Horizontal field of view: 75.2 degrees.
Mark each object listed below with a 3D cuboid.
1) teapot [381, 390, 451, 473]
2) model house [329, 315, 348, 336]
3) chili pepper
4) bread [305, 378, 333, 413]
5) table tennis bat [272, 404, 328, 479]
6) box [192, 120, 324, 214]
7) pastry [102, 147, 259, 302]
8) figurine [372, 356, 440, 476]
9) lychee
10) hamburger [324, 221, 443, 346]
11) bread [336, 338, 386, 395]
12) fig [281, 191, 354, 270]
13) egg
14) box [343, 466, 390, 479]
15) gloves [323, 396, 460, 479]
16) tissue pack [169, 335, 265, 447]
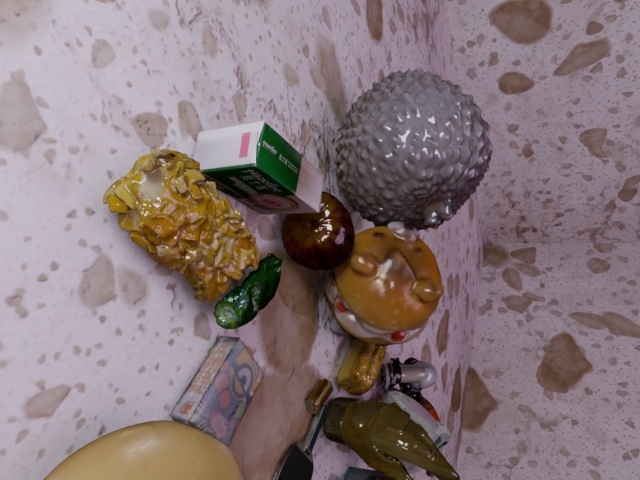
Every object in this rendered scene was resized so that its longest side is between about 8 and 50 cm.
[{"bbox_3d":[0.220,0.520,1.114,0.178,0.163,0.221,-55,139,3],"label":"teapot"},{"bbox_3d":[0.093,0.198,1.070,0.088,0.100,0.101,40,55,-53],"label":"model house"},{"bbox_3d":[-0.105,0.080,0.714,0.224,0.061,0.098,-40,151,-71],"label":"chili pepper"},{"bbox_3d":[-0.001,0.363,0.968,0.083,0.036,0.047,-37,123,-52],"label":"bread"},{"bbox_3d":[-0.044,0.489,0.908,0.274,0.021,0.154,-61,141,-38],"label":"table tennis bat"},{"bbox_3d":[-0.098,-0.112,0.703,0.199,0.135,0.081,28,66,-56],"label":"box"},{"bbox_3d":[-0.181,-0.028,0.583,0.154,0.102,0.250,-57,141,-28],"label":"pastry"},{"bbox_3d":[0.272,0.538,1.286,0.320,0.196,0.323,11,80,-55],"label":"figurine"},{"bbox_3d":[0.225,-0.216,1.034,0.380,0.380,0.432,36,34,-55],"label":"lychee"},{"bbox_3d":[0.146,0.087,0.944,0.237,0.276,0.276,106,1,-61],"label":"hamburger"},{"bbox_3d":[0.121,0.307,1.107,0.083,0.114,0.211,35,47,-5],"label":"bread"},{"bbox_3d":[0.007,-0.001,0.868,0.202,0.148,0.149,52,26,-36],"label":"fig"},{"bbox_3d":[-0.201,0.305,0.448,0.244,0.201,0.201,12,79,-52],"label":"egg"},{"bbox_3d":[0.114,0.664,1.006,0.245,0.153,0.092,1,90,-74],"label":"box"},{"bbox_3d":[0.157,0.454,0.951,0.154,0.331,0.141,4,93,-55],"label":"gloves"},{"bbox_3d":[-0.158,0.244,0.667,0.148,0.060,0.109,-62,138,-42],"label":"tissue pack"}]
